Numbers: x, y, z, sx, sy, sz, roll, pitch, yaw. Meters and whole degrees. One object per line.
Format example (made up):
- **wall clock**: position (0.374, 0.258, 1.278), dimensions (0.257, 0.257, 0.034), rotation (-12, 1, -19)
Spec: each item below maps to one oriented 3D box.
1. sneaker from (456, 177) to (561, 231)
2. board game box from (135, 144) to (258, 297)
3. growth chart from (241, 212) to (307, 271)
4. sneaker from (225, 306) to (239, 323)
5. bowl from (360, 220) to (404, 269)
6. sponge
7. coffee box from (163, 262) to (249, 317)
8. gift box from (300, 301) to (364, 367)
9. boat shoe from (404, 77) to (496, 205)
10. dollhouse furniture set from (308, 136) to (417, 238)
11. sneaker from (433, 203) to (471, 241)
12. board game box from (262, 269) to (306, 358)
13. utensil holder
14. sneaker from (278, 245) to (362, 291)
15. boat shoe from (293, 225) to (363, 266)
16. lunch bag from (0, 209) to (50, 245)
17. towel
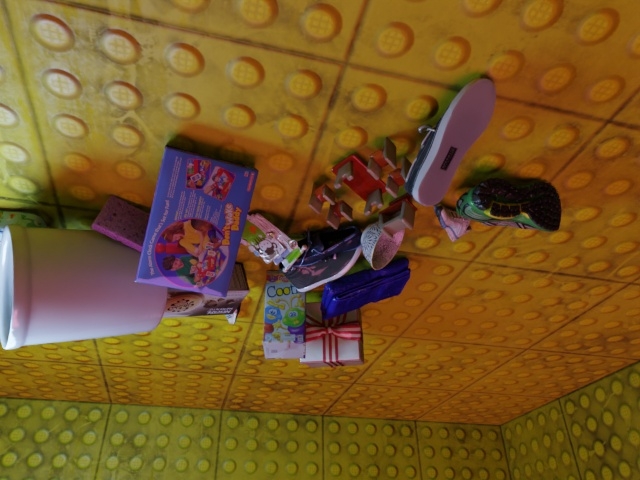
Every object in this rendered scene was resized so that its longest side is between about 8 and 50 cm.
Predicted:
- **sneaker**: position (0.536, -0.098, 1.409), dimensions (0.343, 0.134, 0.146), rotation (10, 169, -23)
- **board game box**: position (-0.318, -0.045, 1.288), dimensions (0.233, 0.078, 0.347), rotation (13, 100, -19)
- **growth chart**: position (-0.167, 0.002, 1.518), dimensions (0.237, 0.021, 0.172), rotation (35, 135, 1)
- **sneaker**: position (-0.360, 0.275, 1.981), dimensions (0.075, 0.057, 0.161), rotation (20, 145, -1)
- **bowl**: position (0.175, -0.003, 1.524), dimensions (0.080, 0.170, 0.170), rotation (30, 158, 29)
- **sponge**: position (-0.521, -0.033, 1.420), dimensions (0.210, 0.117, 0.031), rotation (31, 134, -21)
- **coffee box**: position (-0.409, 0.164, 1.671), dimensions (0.297, 0.119, 0.168), rotation (3, 142, -35)
- **gift box**: position (0.033, 0.341, 1.916), dimensions (0.255, 0.276, 0.258), rotation (-10, 161, 6)
- **boat shoe**: position (0.289, -0.232, 1.161), dimensions (0.113, 0.105, 0.306), rotation (10, 113, -28)
- **dollhouse furniture set**: position (0.142, -0.132, 1.353), dimensions (0.262, 0.135, 0.259), rotation (-29, 126, 34)
- **sneaker**: position (0.397, -0.066, 1.487), dimensions (0.083, 0.071, 0.190), rotation (-25, 148, 21)
- **board game box**: position (-0.121, 0.256, 1.751), dimensions (0.142, 0.275, 0.144), rotation (0, 146, -2)
- **utensil holder**: position (-0.677, 0.122, 1.429), dimensions (0.385, 0.328, 0.327), rotation (0, 151, -39)
- **sneaker**: position (-0.013, 0.060, 1.621), dimensions (0.295, 0.105, 0.147), rotation (-31, 128, 29)
- **boat shoe**: position (0.000, 0.000, 1.549), dimensions (0.258, 0.109, 0.089), rotation (-22, 150, 2)
- **lunch bag**: position (-0.925, -0.011, 1.505), dimensions (0.219, 0.090, 0.176), rotation (3, 148, -5)
- **towel**: position (0.156, 0.178, 1.731), dimensions (0.308, 0.076, 0.228), rotation (-17, 149, -16)
